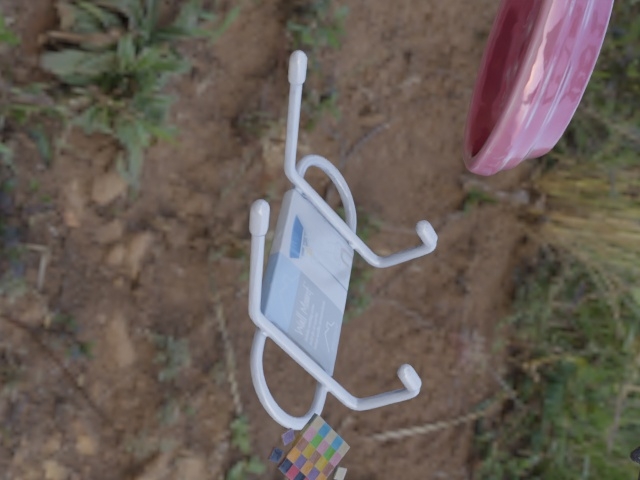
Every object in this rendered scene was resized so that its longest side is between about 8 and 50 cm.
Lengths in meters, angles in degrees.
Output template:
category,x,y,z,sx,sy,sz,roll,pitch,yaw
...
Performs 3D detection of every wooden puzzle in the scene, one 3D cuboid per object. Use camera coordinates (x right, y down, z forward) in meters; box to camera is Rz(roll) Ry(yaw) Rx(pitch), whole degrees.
category,x,y,z,sx,sy,sz,roll,pitch,yaw
wooden puzzle,-0.006,0.160,0.979,0.049,0.006,0.083,-52,132,-14

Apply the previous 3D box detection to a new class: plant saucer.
category,x,y,z,sx,sy,sz,roll,pitch,yaw
plant saucer,0.254,-0.227,1.508,0.332,0.084,0.332,-162,-90,-86

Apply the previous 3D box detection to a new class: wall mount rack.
category,x,y,z,sx,sy,sz,roll,pitch,yaw
wall mount rack,0.000,0.000,1.330,0.304,0.130,0.350,46,38,-34

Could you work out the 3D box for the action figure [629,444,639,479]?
category,x,y,z,sx,sy,sz,roll,pitch,yaw
action figure,0.366,0.320,1.067,0.330,0.341,0.178,-58,162,-3
